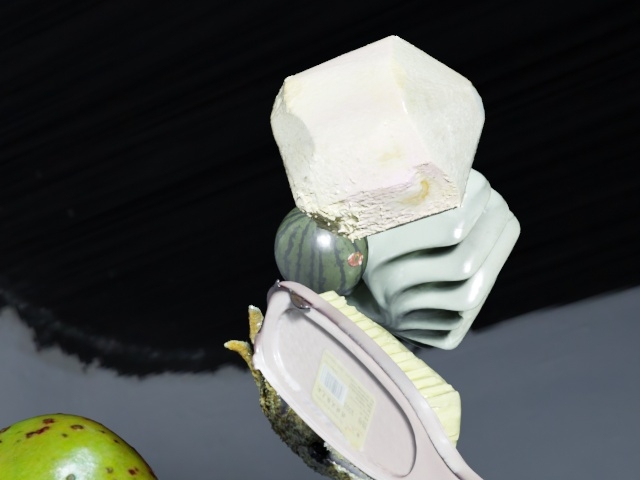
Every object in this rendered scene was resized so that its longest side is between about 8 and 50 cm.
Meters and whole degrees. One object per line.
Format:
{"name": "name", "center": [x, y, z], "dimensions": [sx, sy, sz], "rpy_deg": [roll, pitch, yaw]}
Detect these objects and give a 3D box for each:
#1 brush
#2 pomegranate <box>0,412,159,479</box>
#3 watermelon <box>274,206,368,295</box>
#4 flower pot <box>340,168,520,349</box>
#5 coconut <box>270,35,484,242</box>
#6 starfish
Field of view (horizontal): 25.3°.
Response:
{"name": "brush", "center": [0.069, 0.111, 0.760], "dimensions": [0.067, 0.313, 0.072], "rpy_deg": [-10, 122, -33]}
{"name": "pomegranate", "center": [-0.267, 0.268, 1.301], "dimensions": [0.286, 0.231, 0.230], "rpy_deg": [11, 60, -40]}
{"name": "watermelon", "center": [0.000, 0.000, 1.568], "dimensions": [0.105, 0.105, 0.133], "rpy_deg": [-76, 164, -51]}
{"name": "flower pot", "center": [0.097, -0.004, 1.720], "dimensions": [0.164, 0.254, 0.367], "rpy_deg": [-58, 173, -18]}
{"name": "coconut", "center": [0.042, -0.064, 0.877], "dimensions": [0.116, 0.122, 0.116], "rpy_deg": [55, 24, -38]}
{"name": "starfish", "center": [-0.005, 0.145, 1.135], "dimensions": [0.208, 0.053, 0.176], "rpy_deg": [49, -14, -3]}
